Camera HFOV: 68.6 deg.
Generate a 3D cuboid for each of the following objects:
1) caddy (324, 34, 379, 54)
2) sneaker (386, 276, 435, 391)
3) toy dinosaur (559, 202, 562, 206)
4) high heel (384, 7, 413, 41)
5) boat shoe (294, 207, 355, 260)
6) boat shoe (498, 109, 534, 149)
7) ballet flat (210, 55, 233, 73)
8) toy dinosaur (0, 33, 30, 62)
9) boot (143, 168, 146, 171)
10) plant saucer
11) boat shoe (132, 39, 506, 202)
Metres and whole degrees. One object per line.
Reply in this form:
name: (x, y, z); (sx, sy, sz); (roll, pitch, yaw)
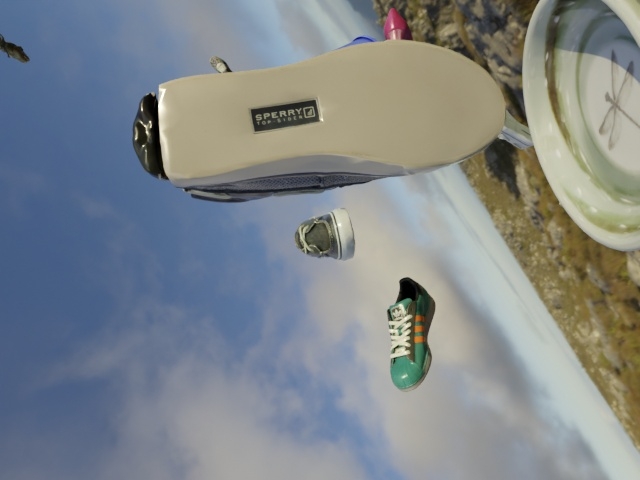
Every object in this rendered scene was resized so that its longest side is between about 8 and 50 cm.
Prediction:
caddy: (0.106, -0.460, 1.431); (0.241, 0.179, 0.341); (62, 159, -3)
sneaker: (0.210, 0.223, 1.176); (0.121, 0.108, 0.302); (47, -141, -24)
toy dinosaur: (0.889, -0.213, 1.460); (0.160, 0.313, 0.121); (47, -131, -13)
high heel: (0.215, -0.482, 1.213); (0.244, 0.082, 0.117); (18, -113, -62)
boat shoe: (0.000, 0.000, 1.145); (0.335, 0.119, 0.121); (146, 113, -79)
boat shoe: (0.638, -0.378, 1.613); (0.226, 0.076, 0.083); (31, -121, -11)
ballet flat: (-0.302, -0.538, 1.488); (0.114, 0.041, 0.041); (38, -156, -49)
toy dinosaur: (-0.850, -0.506, 1.170); (0.268, 0.063, 0.118); (70, -157, -74)
boot: (-0.521, -0.317, 1.710); (0.269, 0.236, 0.089); (12, 127, 62)
plant saucer: (0.431, -0.187, 0.693); (0.400, 0.100, 0.401); (-17, -90, -83)
boat shoe: (-0.001, -0.110, 0.489); (0.158, 0.340, 0.127); (149, 117, -83)
